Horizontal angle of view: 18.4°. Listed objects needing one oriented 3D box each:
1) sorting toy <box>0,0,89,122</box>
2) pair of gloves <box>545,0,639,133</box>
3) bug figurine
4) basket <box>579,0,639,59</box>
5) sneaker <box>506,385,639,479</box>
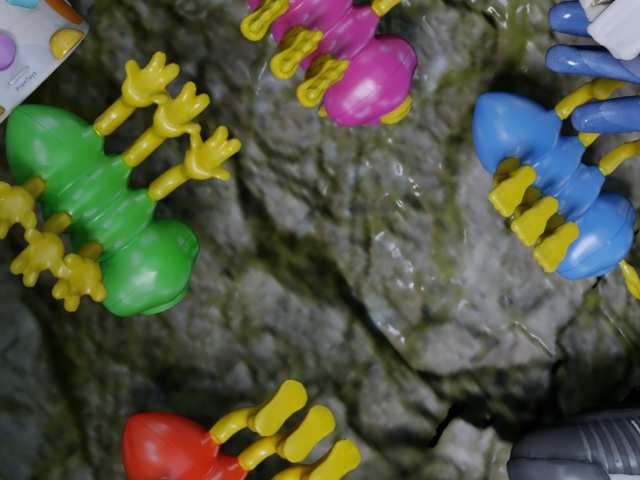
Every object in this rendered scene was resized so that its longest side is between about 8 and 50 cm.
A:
[{"bbox_3d":[-0.133,-0.079,0.709,0.075,0.045,0.083,47,73,-14],"label":"sorting toy"},{"bbox_3d":[0.142,-0.103,0.778,0.159,0.023,0.198,8,61,-36],"label":"pair of gloves"},{"bbox_3d":[0.000,0.000,0.733,0.279,0.072,0.216,-42,105,-22],"label":"bug figurine"},{"bbox_3d":[0.153,-0.154,0.721,0.167,0.113,0.103,-33,86,-46],"label":"basket"},{"bbox_3d":[0.175,0.056,0.789,0.234,0.078,0.106,-4,84,-22],"label":"sneaker"}]
